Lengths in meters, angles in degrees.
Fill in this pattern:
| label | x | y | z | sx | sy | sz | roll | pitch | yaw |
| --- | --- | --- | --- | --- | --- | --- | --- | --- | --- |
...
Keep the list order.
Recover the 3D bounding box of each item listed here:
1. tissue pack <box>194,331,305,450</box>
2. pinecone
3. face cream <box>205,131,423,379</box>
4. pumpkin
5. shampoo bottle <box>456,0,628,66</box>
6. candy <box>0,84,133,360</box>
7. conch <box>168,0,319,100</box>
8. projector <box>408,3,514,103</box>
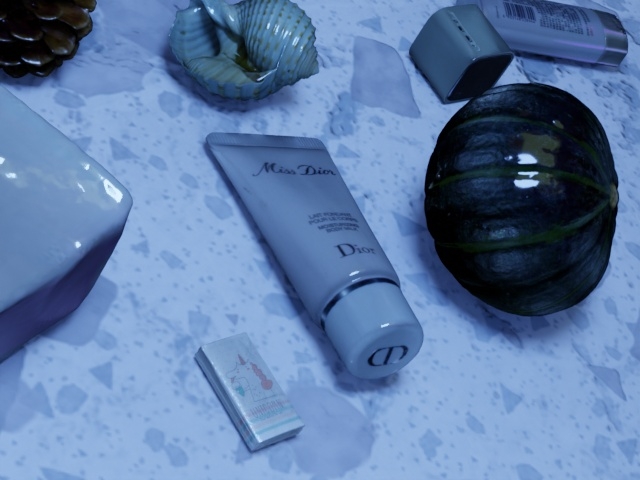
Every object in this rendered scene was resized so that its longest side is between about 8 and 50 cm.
| label | x | y | z | sx | sy | sz | roll | pitch | yaw |
| --- | --- | --- | --- | --- | --- | --- | --- | --- | --- |
| tissue pack | -0.064 | 0.134 | 1.242 | 0.056 | 0.023 | 0.108 | -14 | 61 | -37 |
| pinecone | -0.292 | -0.250 | 1.347 | 0.163 | 0.165 | 0.163 | 14 | 52 | -19 |
| face cream | 0.000 | 0.000 | 1.368 | 0.143 | 0.089 | 0.314 | -2 | 43 | -32 |
| pumpkin | 0.207 | -0.042 | 1.440 | 0.250 | 0.216 | 0.250 | 12 | 73 | -45 |
| shampoo bottle | 0.286 | -0.275 | 1.778 | 0.227 | 0.056 | 0.086 | 5 | 49 | -27 |
| candy | -0.356 | -0.055 | 1.156 | 0.359 | 0.145 | 0.208 | 38 | 45 | 6 |
| conch | -0.078 | -0.199 | 1.473 | 0.153 | 0.102 | 0.135 | 10 | 51 | 23 |
| projector | 0.167 | -0.222 | 1.644 | 0.083 | 0.083 | 0.082 | -14 | 61 | -38 |
